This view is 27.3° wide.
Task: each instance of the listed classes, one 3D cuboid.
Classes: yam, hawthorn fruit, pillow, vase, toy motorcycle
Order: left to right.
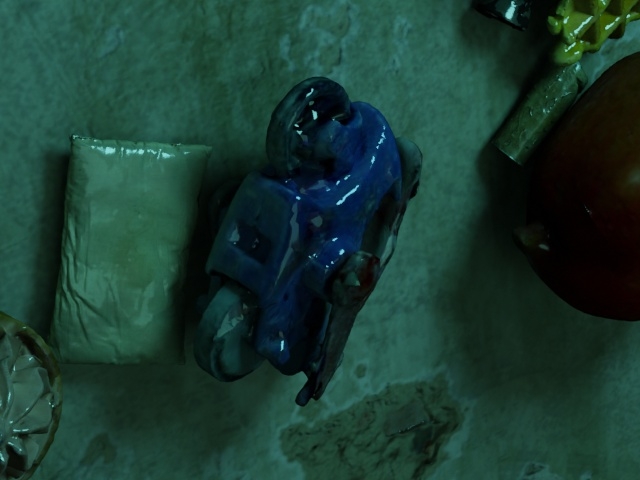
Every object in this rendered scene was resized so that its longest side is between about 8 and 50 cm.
[{"bbox_3d":[-0.183,0.012,1.255,0.148,0.050,0.229,-2,107,-36],"label":"pillow"},{"bbox_3d":[-0.020,-0.011,1.297,0.182,0.241,0.319,23,105,5],"label":"toy motorcycle"},{"bbox_3d":[0.223,-0.303,1.365,0.059,0.059,0.167,21,98,-35],"label":"vase"},{"bbox_3d":[0.242,-0.143,1.445,0.054,0.054,0.132,37,89,-36],"label":"yam"},{"bbox_3d":[0.370,-0.048,1.431,0.311,0.295,0.295,-49,126,3],"label":"hawthorn fruit"}]

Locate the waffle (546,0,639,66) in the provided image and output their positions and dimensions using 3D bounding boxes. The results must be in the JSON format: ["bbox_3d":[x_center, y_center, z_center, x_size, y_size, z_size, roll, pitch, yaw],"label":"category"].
[{"bbox_3d":[0.305,-0.331,1.349,0.282,0.058,0.300,-34,139,-38],"label":"waffle"}]

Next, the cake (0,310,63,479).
[{"bbox_3d":[-0.319,0.162,1.158,0.207,0.178,0.185,-48,126,-2],"label":"cake"}]
